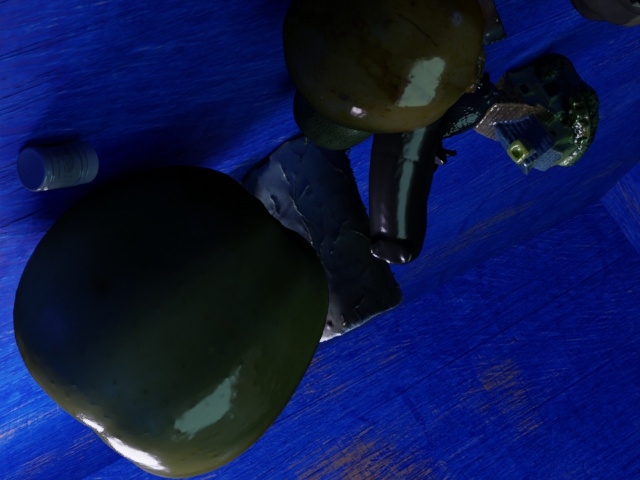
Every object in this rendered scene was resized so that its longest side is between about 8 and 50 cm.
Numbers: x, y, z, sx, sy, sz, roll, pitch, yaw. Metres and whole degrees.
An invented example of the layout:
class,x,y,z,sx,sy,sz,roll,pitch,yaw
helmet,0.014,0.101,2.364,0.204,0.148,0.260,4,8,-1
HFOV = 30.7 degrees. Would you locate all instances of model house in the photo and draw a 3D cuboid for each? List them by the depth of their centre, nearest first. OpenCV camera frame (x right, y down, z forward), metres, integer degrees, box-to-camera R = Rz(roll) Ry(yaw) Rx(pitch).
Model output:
class,x,y,z,sx,sy,sz,roll,pitch,yaw
model house,0.437,-0.246,2.388,0.189,0.214,0.195,-22,165,-35

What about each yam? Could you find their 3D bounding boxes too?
class,x,y,z,sx,sy,sz,roll,pitch,yaw
yam,0.000,0.000,2.085,0.241,0.348,0.241,-22,173,-3

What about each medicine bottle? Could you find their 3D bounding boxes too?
class,x,y,z,sx,sy,sz,roll,pitch,yaw
medicine bottle,-0.339,-0.097,1.508,0.058,0.058,0.091,-43,163,35

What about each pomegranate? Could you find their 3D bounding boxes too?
class,x,y,z,sx,sy,sz,roll,pitch,yaw
pomegranate,0.082,-0.251,1.482,0.264,0.264,0.264,-31,166,-9

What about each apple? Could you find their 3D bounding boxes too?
class,x,y,z,sx,sy,sz,roll,pitch,yaw
apple,-0.215,0.111,1.732,0.473,0.474,0.473,-31,166,-9

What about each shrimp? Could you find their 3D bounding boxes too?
class,x,y,z,sx,sy,sz,roll,pitch,yaw
shrimp,0.268,-0.315,2.148,0.091,0.043,0.184,-28,161,9

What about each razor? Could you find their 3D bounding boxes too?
class,x,y,z,sx,sy,sz,roll,pitch,yaw
razor,0.140,-0.141,1.923,0.204,0.113,0.349,-68,168,-63

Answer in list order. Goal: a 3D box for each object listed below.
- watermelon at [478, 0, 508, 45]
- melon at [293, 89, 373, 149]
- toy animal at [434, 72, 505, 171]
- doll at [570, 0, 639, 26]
class,x,y,z,sx,sy,sz,roll,pitch,yaw
watermelon,0.162,-0.335,1.618,0.136,0.207,0.202,-55,159,-25
melon,0.035,-0.212,1.770,0.192,0.139,0.139,-42,163,25
toy animal,0.267,-0.238,2.299,0.210,0.121,0.117,-36,-174,-13
doll,0.407,-0.440,1.694,0.382,0.378,0.252,-129,-124,-74
